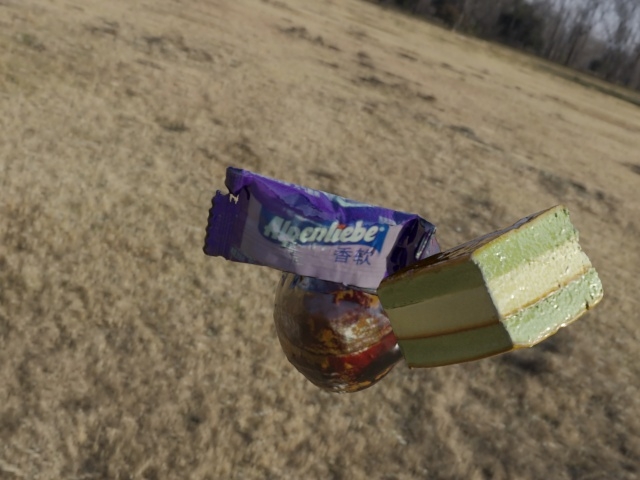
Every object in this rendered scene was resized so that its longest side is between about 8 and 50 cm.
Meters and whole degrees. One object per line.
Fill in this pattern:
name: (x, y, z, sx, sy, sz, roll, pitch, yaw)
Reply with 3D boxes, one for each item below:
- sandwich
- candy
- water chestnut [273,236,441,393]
sandwich: (0.176, 0.056, 0.929, 0.144, 0.117, 0.187, -23, -1, -34)
candy: (0.000, 0.000, 1.025, 0.275, 0.145, 0.070, 16, 38, -5)
water chestnut: (0.061, 0.089, 1.284, 0.244, 0.289, 0.289, 27, 17, -7)
